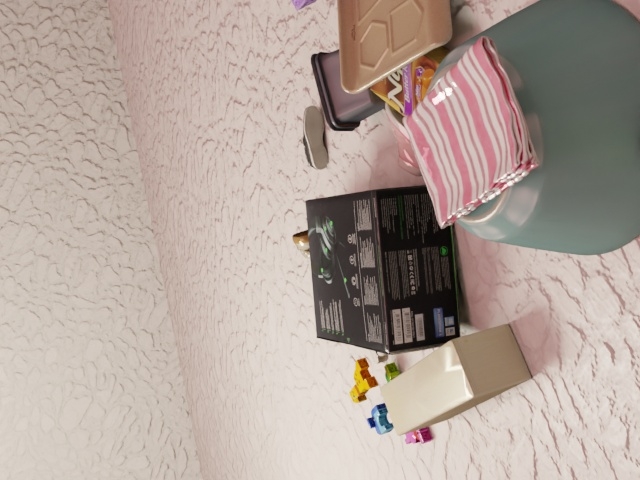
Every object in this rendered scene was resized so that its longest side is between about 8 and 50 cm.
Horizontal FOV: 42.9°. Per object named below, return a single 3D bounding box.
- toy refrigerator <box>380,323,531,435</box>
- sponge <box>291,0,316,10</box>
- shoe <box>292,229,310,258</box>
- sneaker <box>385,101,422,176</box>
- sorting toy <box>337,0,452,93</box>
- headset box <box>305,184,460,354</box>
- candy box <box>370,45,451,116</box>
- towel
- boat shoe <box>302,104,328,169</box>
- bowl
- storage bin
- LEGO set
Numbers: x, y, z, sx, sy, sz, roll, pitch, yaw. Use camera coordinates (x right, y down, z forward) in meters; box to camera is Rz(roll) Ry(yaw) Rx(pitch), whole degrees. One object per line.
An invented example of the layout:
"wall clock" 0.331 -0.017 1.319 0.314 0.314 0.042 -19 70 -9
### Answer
"toy refrigerator" 0.194 0.213 1.238 0.094 0.102 0.269 69 155 18
"sponge" 0.040 -0.425 1.254 0.031 0.117 0.210 62 157 -5
"shoe" 0.000 0.000 1.529 0.219 0.076 0.058 -27 -84 -80
"sneaker" 0.131 -0.156 1.261 0.134 0.050 0.070 59 145 28
"sorting toy" 0.105 -0.330 1.171 0.208 0.038 0.193 -18 70 49
"headset box" 0.087 0.043 1.328 0.283 0.131 0.247 175 89 -65
"candy box" 0.143 -0.239 1.198 0.187 0.053 0.109 -129 35 -49
"towel" 0.150 -0.108 0.873 0.197 0.029 0.144 -43 62 63
"boat shoe" -0.015 -0.199 1.576 0.038 0.046 0.125 18 126 57
"bowl" 0.227 -0.118 0.935 0.311 0.163 0.312 42 139 52
"storage bin" 0.059 -0.258 1.344 0.091 0.098 0.135 -17 85 38
"LEGO set" 0.105 0.283 1.487 0.227 0.086 0.093 67 154 25
